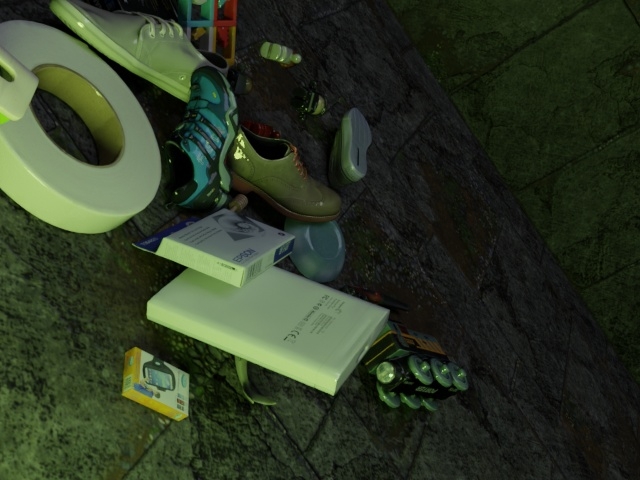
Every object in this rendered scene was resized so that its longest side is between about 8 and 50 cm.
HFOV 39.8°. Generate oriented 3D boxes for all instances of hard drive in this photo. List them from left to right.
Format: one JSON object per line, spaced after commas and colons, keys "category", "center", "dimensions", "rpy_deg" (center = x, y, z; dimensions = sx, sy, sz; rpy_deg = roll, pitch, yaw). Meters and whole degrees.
{"category": "hard drive", "center": [-0.086, 0.127, 1.529], "dimensions": [0.353, 0.047, 0.233], "rpy_deg": [20, 33, 18]}

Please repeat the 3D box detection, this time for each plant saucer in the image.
{"category": "plant saucer", "center": [0.000, 0.000, 2.035], "dimensions": [0.195, 0.037, 0.194], "rpy_deg": [19, 61, -40]}

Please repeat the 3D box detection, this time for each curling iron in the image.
{"category": "curling iron", "center": [0.139, 0.152, 2.176], "dimensions": [0.274, 0.035, 0.068], "rpy_deg": [16, 54, -53]}

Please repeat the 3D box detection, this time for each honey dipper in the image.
{"category": "honey dipper", "center": [-0.194, -0.050, 1.831], "dimensions": [0.030, 0.030, 0.160], "rpy_deg": [53, 32, -12]}

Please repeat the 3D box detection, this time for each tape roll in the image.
{"category": "tape roll", "center": [-0.438, -0.197, 1.518], "dimensions": [0.392, 0.072, 0.391], "rpy_deg": [39, 34, -33]}

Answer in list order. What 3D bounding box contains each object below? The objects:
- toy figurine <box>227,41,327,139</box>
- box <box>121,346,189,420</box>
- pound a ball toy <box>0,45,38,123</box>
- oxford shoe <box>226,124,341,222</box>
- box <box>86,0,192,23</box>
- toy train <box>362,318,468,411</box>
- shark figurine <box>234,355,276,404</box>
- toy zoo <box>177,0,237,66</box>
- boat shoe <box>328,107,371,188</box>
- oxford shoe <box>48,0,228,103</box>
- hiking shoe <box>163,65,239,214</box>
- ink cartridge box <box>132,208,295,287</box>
{"category": "toy figurine", "center": [-0.112, -0.345, 2.070], "dimensions": [0.209, 0.213, 0.148], "rpy_deg": [60, 17, 8]}
{"category": "box", "center": [-0.258, 0.235, 1.429], "dimensions": [0.136, 0.028, 0.081], "rpy_deg": [34, 36, -37]}
{"category": "pound a ball toy", "center": [-0.580, -0.267, 1.212], "dimensions": [0.319, 0.208, 0.135], "rpy_deg": [44, 37, -36]}
{"category": "oxford shoe", "center": [-0.073, -0.142, 1.942], "dimensions": [0.348, 0.130, 0.123], "rpy_deg": [21, 34, -34]}
{"category": "box", "center": [-0.432, -0.590, 1.922], "dimensions": [0.257, 0.079, 0.321], "rpy_deg": [-7, 69, -63]}
{"category": "toy train", "center": [0.217, 0.288, 2.071], "dimensions": [0.334, 0.142, 0.190], "rpy_deg": [19, 37, -52]}
{"category": "shark figurine", "center": [-0.112, 0.163, 1.636], "dimensions": [0.278, 0.166, 0.116], "rpy_deg": [-60, 164, -26]}
{"category": "toy zoo", "center": [-0.253, -0.494, 1.993], "dimensions": [0.192, 0.030, 0.293], "rpy_deg": [-26, 125, -58]}
{"category": "boat shoe", "center": [0.071, -0.256, 2.409], "dimensions": [0.109, 0.094, 0.302], "rpy_deg": [48, 30, -26]}
{"category": "oxford shoe", "center": [-0.347, -0.396, 1.762], "dimensions": [0.169, 0.130, 0.449], "rpy_deg": [44, 13, 34]}
{"category": "hiking shoe", "center": [-0.240, -0.206, 1.740], "dimensions": [0.132, 0.113, 0.303], "rpy_deg": [9, 76, -49]}
{"category": "ink cartridge box", "center": [-0.190, -0.001, 1.615], "dimensions": [0.224, 0.045, 0.223], "rpy_deg": [19, 22, 16]}
